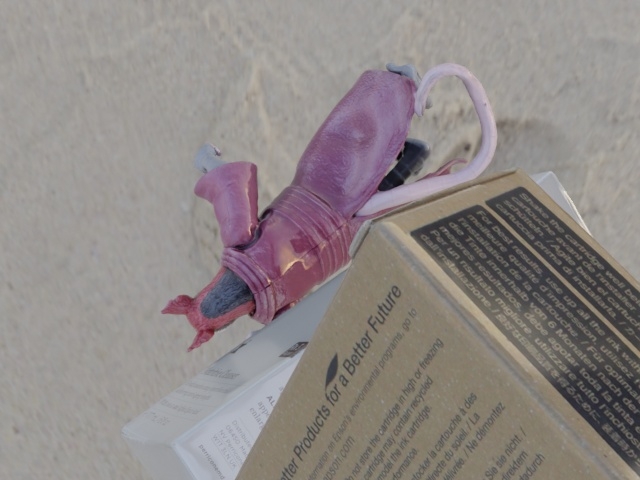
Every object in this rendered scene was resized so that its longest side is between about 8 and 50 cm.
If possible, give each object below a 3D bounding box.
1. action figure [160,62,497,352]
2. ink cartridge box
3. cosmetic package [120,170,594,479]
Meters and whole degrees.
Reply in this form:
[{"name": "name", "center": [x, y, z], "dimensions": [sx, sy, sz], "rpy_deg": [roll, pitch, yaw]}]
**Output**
[{"name": "action figure", "center": [0.000, 0.000, 1.481], "dimensions": [0.370, 0.275, 0.248], "rpy_deg": [-43, 117, -26]}, {"name": "ink cartridge box", "center": [0.065, 0.121, 0.544], "dimensions": [0.088, 0.235, 0.193], "rpy_deg": [-22, 61, -39]}, {"name": "cosmetic package", "center": [0.047, 0.111, 1.192], "dimensions": [0.385, 0.217, 0.156], "rpy_deg": [-37, 98, -18]}]
